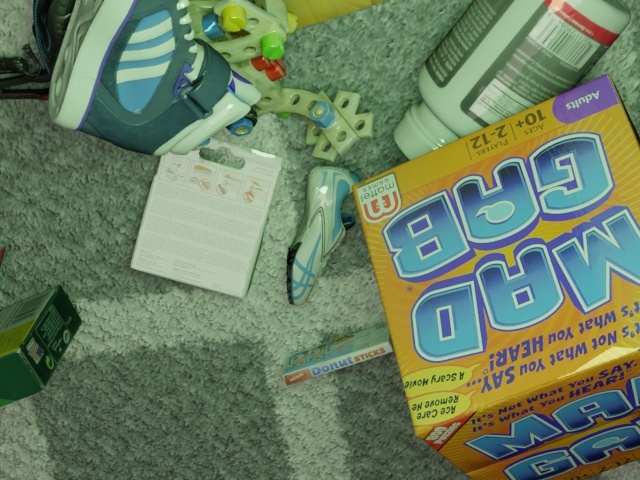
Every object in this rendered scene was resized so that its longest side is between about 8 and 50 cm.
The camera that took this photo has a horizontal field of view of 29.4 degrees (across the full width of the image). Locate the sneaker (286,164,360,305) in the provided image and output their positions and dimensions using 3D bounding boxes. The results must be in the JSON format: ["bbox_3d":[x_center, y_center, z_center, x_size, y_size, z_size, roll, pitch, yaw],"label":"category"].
[{"bbox_3d":[0.000,0.000,1.790,0.086,0.085,0.237,12,120,-8],"label":"sneaker"}]

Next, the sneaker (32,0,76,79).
[{"bbox_3d":[-0.317,-0.310,1.551,0.140,0.125,0.341,57,150,13],"label":"sneaker"}]

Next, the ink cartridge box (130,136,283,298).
[{"bbox_3d":[-0.168,-0.042,1.816,0.180,0.056,0.225,16,98,-1],"label":"ink cartridge box"}]

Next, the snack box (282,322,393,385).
[{"bbox_3d":[0.028,0.174,1.878,0.178,0.064,0.022,-19,113,15],"label":"snack box"}]

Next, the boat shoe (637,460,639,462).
[{"bbox_3d":[0.533,0.193,1.812,0.113,0.103,0.302,10,116,-13],"label":"boat shoe"}]

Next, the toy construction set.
[{"bbox_3d":[-0.072,-0.231,1.618,0.215,0.151,0.328,-22,135,22],"label":"toy construction set"}]

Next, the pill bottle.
[{"bbox_3d":[0.239,-0.224,1.601,0.176,0.176,0.318,34,115,-10],"label":"pill bottle"}]

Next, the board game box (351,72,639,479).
[{"bbox_3d":[0.302,0.080,1.567,0.356,0.357,0.356,-23,147,16],"label":"board game box"}]

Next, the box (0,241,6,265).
[{"bbox_3d":[-0.628,0.038,1.852,0.256,0.123,0.128,21,115,-4],"label":"box"}]

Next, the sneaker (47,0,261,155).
[{"bbox_3d":[-0.163,-0.240,1.429,0.236,0.130,0.323,11,124,-28],"label":"sneaker"}]

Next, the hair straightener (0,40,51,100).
[{"bbox_3d":[-0.419,-0.244,1.743,0.230,0.047,0.089,1,116,11],"label":"hair straightener"}]

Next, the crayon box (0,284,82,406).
[{"bbox_3d":[-0.542,0.197,1.878,0.318,0.202,0.081,-21,112,17],"label":"crayon box"}]

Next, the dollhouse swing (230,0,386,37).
[{"bbox_3d":[-0.067,-0.480,1.576,0.346,0.305,0.315,-16,72,14],"label":"dollhouse swing"}]
